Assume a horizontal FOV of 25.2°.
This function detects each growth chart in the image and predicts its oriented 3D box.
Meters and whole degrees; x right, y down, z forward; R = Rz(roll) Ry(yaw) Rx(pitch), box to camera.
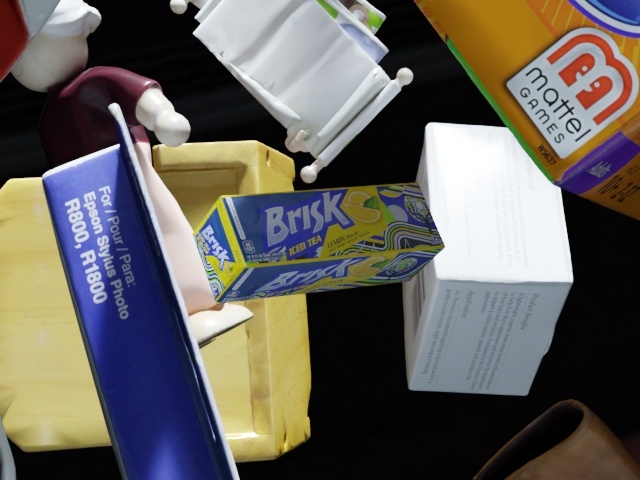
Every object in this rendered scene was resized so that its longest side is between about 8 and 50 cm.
[{"bbox_3d":[-0.023,-0.198,1.362,0.172,0.237,0.021,-40,3,-7],"label":"growth chart"}]

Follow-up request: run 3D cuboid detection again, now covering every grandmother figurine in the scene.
[{"bbox_3d":[-0.177,-0.065,1.193,0.208,0.342,0.104,-32,-6,39],"label":"grandmother figurine"}]

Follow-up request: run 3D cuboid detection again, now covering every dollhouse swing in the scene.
[{"bbox_3d":[-0.191,0.078,1.648,0.305,0.347,0.315,-5,-3,9],"label":"dollhouse swing"}]

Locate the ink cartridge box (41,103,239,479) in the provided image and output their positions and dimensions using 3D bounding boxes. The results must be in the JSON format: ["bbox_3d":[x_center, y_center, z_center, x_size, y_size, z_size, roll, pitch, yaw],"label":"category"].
[{"bbox_3d":[-0.107,0.119,0.937,0.071,0.324,0.330,-17,-16,-8],"label":"ink cartridge box"}]

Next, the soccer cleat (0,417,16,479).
[{"bbox_3d":[-0.182,0.035,0.599,0.068,0.196,0.076,-31,4,-25],"label":"soccer cleat"}]

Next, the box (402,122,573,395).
[{"bbox_3d":[0.145,0.019,1.306,0.119,0.182,0.181,3,-38,-4],"label":"box"}]

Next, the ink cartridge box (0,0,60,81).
[{"bbox_3d":[-0.199,-0.250,0.660,0.385,0.308,0.091,-44,-22,30],"label":"ink cartridge box"}]

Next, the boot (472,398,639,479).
[{"bbox_3d":[0.158,0.264,0.867,0.280,0.096,0.264,36,-79,-27],"label":"boot"}]

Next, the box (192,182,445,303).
[{"bbox_3d":[0.000,0.000,1.005,0.169,0.059,0.054,-6,-27,-33],"label":"box"}]

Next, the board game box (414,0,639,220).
[{"bbox_3d":[0.223,-0.264,0.916,0.356,0.356,0.356,-38,-15,15],"label":"board game box"}]
